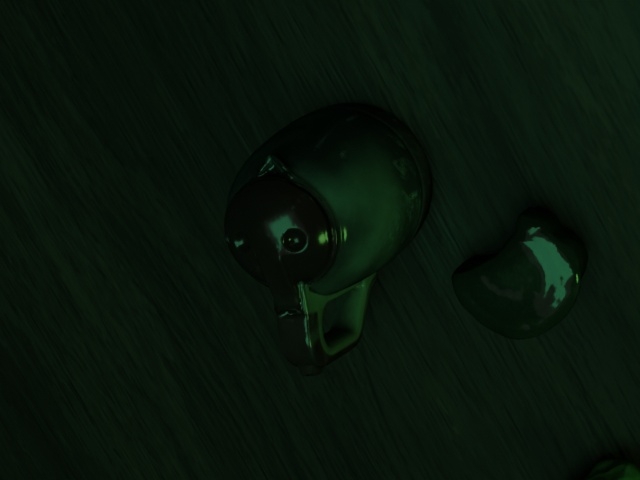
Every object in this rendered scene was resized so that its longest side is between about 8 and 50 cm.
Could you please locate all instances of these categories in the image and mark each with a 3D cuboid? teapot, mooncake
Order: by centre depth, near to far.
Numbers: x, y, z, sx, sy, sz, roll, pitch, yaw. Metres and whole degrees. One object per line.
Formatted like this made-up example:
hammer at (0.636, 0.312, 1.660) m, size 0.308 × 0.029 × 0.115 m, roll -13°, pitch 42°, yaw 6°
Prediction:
teapot at (0.000, 0.000, 1.165) m, size 0.233 × 0.312 × 0.315 m, roll -4°, pitch 105°, yaw 24°
mooncake at (0.263, 0.039, 1.192) m, size 0.175 × 0.104 × 0.168 m, roll -8°, pitch 107°, yaw 25°

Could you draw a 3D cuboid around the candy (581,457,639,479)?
candy at (0.484, 0.447, 1.232) m, size 0.343 × 0.132 × 0.142 m, roll 43°, pitch 74°, yaw 1°
